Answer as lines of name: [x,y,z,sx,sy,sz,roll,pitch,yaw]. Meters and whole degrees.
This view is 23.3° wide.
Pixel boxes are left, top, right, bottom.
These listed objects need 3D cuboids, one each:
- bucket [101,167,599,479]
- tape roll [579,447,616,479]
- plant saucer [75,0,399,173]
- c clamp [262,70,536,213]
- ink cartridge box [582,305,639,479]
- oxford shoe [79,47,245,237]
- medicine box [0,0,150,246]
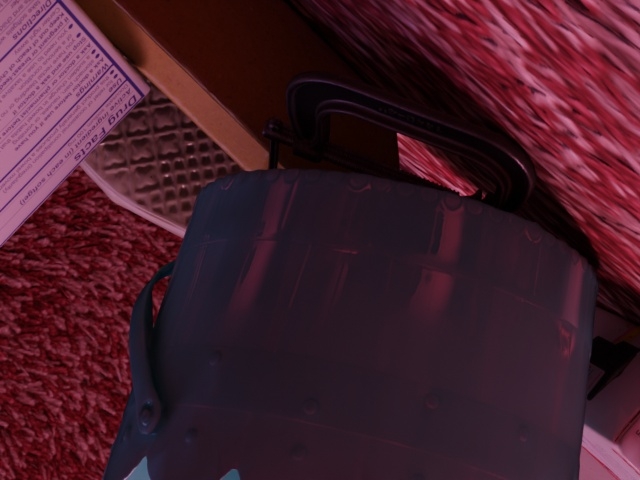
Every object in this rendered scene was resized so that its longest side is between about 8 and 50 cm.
bucket: [0.023,0.087,0.874,0.281,0.183,0.281,12,163,4]
tape roll: [0.119,0.259,1.133,0.392,0.392,0.072,43,177,-2]
plant saucer: [-0.087,-0.145,1.040,0.333,0.081,0.333,44,177,-18]
c clamp: [0.039,-0.045,0.836,0.160,0.022,0.137,20,155,14]
ink cartridge box: [0.207,0.115,0.949,0.127,0.072,0.175,44,177,-15]
oxford shoe: [-0.080,-0.065,1.349,0.449,0.169,0.130,38,179,-3]
medicine box: [-0.294,-0.101,1.071,0.149,0.263,0.289,42,177,19]
